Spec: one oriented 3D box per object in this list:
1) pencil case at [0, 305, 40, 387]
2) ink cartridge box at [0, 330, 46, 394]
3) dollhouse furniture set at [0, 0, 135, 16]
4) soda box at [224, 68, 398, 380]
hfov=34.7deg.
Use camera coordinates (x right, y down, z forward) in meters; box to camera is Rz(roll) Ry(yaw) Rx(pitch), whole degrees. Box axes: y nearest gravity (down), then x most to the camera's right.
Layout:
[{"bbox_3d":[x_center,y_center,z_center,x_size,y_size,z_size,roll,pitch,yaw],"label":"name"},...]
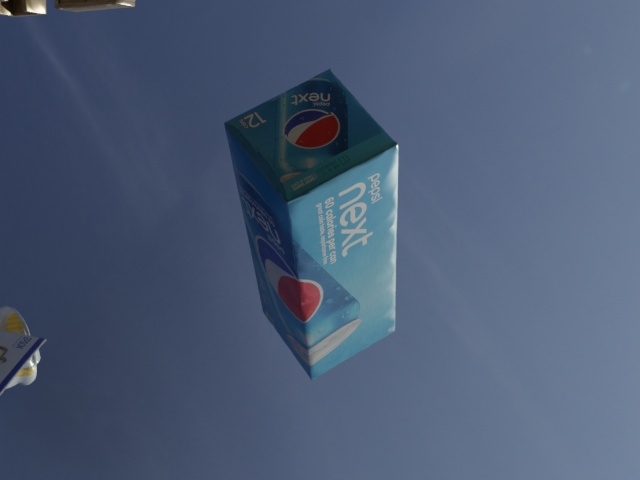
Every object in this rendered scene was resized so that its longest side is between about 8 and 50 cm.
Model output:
[{"bbox_3d":[-0.503,0.168,1.306,0.273,0.124,0.113,-16,-88,-36],"label":"pencil case"},{"bbox_3d":[-0.488,0.119,1.043,0.371,0.176,0.069,8,-77,-1],"label":"ink cartridge box"},{"bbox_3d":[-0.391,-0.387,1.258,0.303,0.355,0.173,1,-84,26],"label":"dollhouse furniture set"},{"bbox_3d":[0.000,0.000,0.622,0.071,0.210,0.067,-29,-121,-15],"label":"soda box"}]
